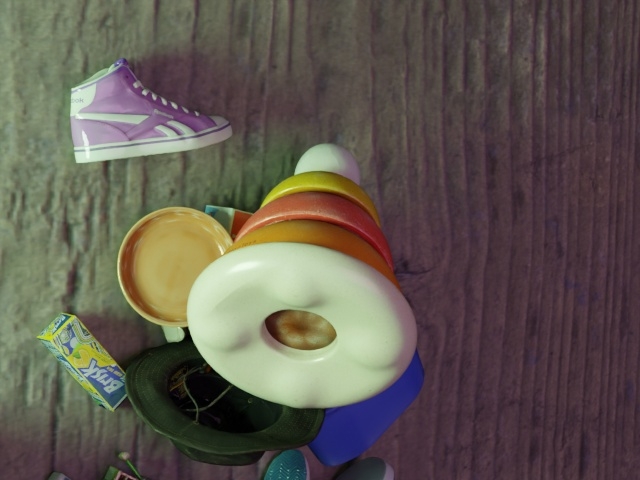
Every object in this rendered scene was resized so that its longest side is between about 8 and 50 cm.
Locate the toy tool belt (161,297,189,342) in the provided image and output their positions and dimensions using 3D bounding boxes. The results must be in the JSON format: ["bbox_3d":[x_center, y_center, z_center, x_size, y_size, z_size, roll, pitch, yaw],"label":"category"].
[{"bbox_3d":[-0.247,0.130,1.771,0.051,0.052,0.083,-44,129,-68],"label":"toy tool belt"}]

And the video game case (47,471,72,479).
[{"bbox_3d":[-0.407,0.589,1.650,0.300,0.036,0.329,47,59,-28],"label":"video game case"}]

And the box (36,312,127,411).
[{"bbox_3d":[-0.374,0.196,1.663,0.059,0.054,0.169,-48,121,-25],"label":"box"}]

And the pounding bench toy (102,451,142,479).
[{"bbox_3d":[-0.319,0.400,1.716,0.065,0.052,0.083,32,73,-24],"label":"pounding bench toy"}]

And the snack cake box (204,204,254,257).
[{"bbox_3d":[-0.090,0.038,1.858,0.264,0.089,0.152,14,87,-38],"label":"snack cake box"}]

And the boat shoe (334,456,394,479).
[{"bbox_3d":[0.051,0.600,1.986,0.156,0.136,0.367,46,69,-32],"label":"boat shoe"}]

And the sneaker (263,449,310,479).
[{"bbox_3d":[-0.054,0.504,1.917,0.092,0.088,0.228,49,39,-62],"label":"sneaker"}]

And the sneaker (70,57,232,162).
[{"bbox_3d":[-0.271,-0.219,1.687,0.282,0.102,0.161,-10,97,-38],"label":"sneaker"}]

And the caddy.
[{"bbox_3d":[0.027,0.238,1.873,0.341,0.241,0.179,-42,124,-28],"label":"caddy"}]

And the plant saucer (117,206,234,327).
[{"bbox_3d":[-0.235,0.044,1.720,0.200,0.037,0.199,0,87,-4],"label":"plant saucer"}]

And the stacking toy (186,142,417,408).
[{"bbox_3d":[0.000,0.000,1.697,0.350,0.351,0.479,49,34,-30],"label":"stacking toy"}]

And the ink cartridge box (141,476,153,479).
[{"bbox_3d":[-0.240,0.461,1.731,0.109,0.150,0.063,37,75,-35],"label":"ink cartridge box"}]

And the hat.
[{"bbox_3d":[-0.164,0.294,1.710,0.331,0.331,0.133,-10,124,-38],"label":"hat"}]
